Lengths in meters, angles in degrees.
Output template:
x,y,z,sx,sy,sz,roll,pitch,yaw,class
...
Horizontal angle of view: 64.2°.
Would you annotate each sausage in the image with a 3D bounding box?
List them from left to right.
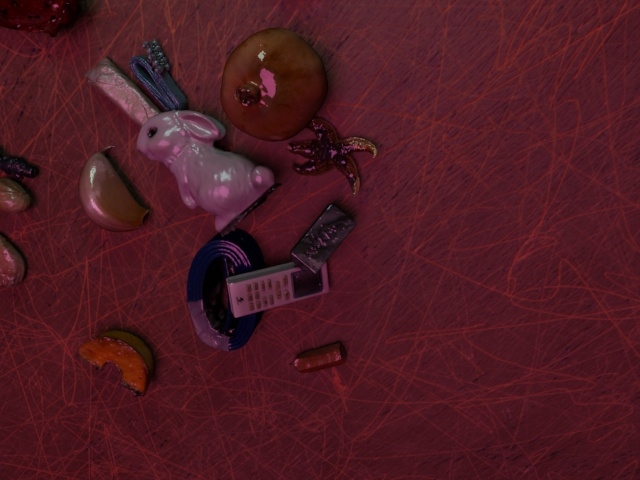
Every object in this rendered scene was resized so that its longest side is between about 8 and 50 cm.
x,y,z,sx,sy,sz,roll,pitch,yaw,class
-0.009,0.358,1.529,0.169,0.065,0.065,-19,105,19,sausage

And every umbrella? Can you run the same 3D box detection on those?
x,y,z,sx,sy,sz,roll,pitch,yaw,class
-0.949,-0.237,1.510,0.224,0.080,0.072,17,78,2,umbrella

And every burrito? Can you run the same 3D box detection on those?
x,y,z,sx,sy,sz,roll,pitch,yaw,class
-0.505,-0.370,1.364,0.275,0.059,0.082,44,98,-6,burrito

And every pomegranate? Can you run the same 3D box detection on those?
x,y,z,sx,sy,sz,roll,pitch,yaw,class
-0.116,-0.351,1.171,0.252,0.270,0.229,-40,90,25,pomegranate

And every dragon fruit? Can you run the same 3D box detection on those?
x,y,z,sx,sy,sz,roll,pitch,yaw,class
-0.747,-0.671,1.292,0.329,0.228,0.286,25,148,-19,dragon fruit

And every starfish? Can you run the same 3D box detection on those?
x,y,z,sx,sy,sz,roll,pitch,yaw,class
0.033,-0.216,1.307,0.238,0.071,0.216,-8,114,26,starfish

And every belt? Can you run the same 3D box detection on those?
x,y,z,sx,sy,sz,roll,pitch,yaw,class
-0.410,-0.418,1.327,0.100,0.065,0.179,-34,102,30,belt
-0.269,0.144,1.475,0.212,0.117,0.347,7,111,7,belt

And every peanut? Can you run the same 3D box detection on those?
x,y,z,sx,sy,sz,roll,pitch,yaw,class
-0.977,-0.144,1.533,0.214,0.090,0.099,15,125,5,peanut

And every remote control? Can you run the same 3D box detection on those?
x,y,z,sx,sy,sz,roll,pitch,yaw,class
-0.111,0.124,1.393,0.277,0.055,0.103,-13,111,-19,remote control

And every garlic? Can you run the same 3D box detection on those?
x,y,z,sx,sy,sz,roll,pitch,yaw,class
-0.604,-0.131,1.452,0.164,0.145,0.245,-27,103,-13,garlic

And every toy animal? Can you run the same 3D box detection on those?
x,y,z,sx,sy,sz,roll,pitch,yaw,class
-0.293,-0.200,1.314,0.257,0.194,0.357,-40,96,21,toy animal

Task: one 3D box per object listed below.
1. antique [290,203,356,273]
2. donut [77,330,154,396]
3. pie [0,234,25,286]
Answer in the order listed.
x,y,z,sx,sy,sz,roll,pitch,yaw,class
0.000,0.000,1.342,0.088,0.086,0.183,39,88,-5,antique
-0.632,0.373,1.648,0.259,0.101,0.152,39,113,-3,donut
-1.060,0.059,1.649,0.218,0.052,0.185,14,114,9,pie
